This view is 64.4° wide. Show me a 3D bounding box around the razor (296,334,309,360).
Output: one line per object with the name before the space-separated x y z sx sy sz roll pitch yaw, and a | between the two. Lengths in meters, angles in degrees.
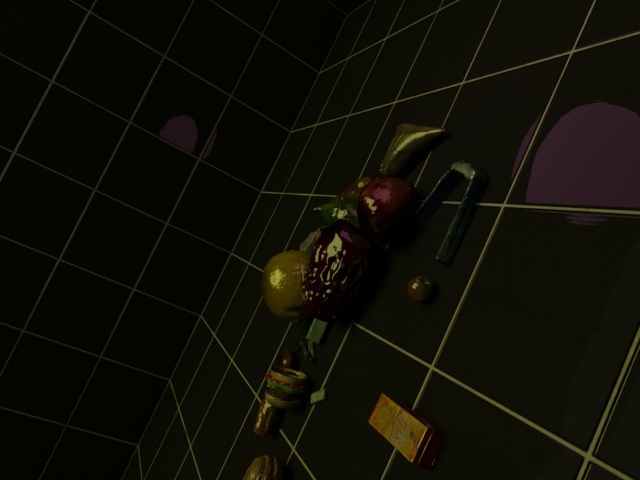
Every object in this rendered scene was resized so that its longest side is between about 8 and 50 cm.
razor | -0.064 0.438 2.030 0.190 0.033 0.066 -147 51 -75

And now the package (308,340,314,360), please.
package | -0.037 0.431 2.025 0.037 0.015 0.110 -41 32 31

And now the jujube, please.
jujube | 0.072 0.114 1.865 0.258 0.258 0.376 -153 75 -67

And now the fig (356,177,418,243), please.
fig | 0.233 -0.110 1.797 0.224 0.224 0.263 -39 15 44

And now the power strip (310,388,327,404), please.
power strip | -0.006 0.558 1.818 0.090 0.016 0.040 -38 33 44

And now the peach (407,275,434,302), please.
peach | 0.301 0.150 1.534 0.083 0.083 0.083 -46 28 34

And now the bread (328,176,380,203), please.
bread | 0.143 -0.202 2.245 0.344 0.084 0.124 -36 35 46

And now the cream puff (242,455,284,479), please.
cream puff | -0.190 0.844 1.757 0.189 0.129 0.189 -52 16 21

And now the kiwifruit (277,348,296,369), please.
kiwifruit | -0.139 0.495 2.099 0.075 0.075 0.124 -62 18 2

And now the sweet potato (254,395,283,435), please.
sweet potato | -0.191 0.651 2.019 0.097 0.097 0.251 -26 39 55

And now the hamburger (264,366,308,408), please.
hamburger | -0.131 0.561 1.911 0.175 0.175 0.137 4 82 65

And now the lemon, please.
lemon | -0.105 0.187 2.099 0.297 0.297 0.297 -46 28 34

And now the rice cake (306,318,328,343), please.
rice cake | 0.035 0.244 2.003 0.063 0.066 0.336 133 161 -81

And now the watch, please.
watch | 0.414 -0.102 1.585 0.274 0.068 0.276 -53 25 21

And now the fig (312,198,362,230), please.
fig | 0.088 -0.094 2.053 0.203 0.235 0.203 -51 21 28

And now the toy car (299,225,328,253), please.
toy car | 0.000 0.000 2.295 0.209 0.108 0.089 -49 27 30

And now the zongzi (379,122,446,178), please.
zongzi | 0.353 -0.334 1.936 0.256 0.115 0.228 28 94 57

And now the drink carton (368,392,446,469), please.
drink carton | 0.223 0.495 1.335 0.096 0.071 0.223 -63 23 -4
